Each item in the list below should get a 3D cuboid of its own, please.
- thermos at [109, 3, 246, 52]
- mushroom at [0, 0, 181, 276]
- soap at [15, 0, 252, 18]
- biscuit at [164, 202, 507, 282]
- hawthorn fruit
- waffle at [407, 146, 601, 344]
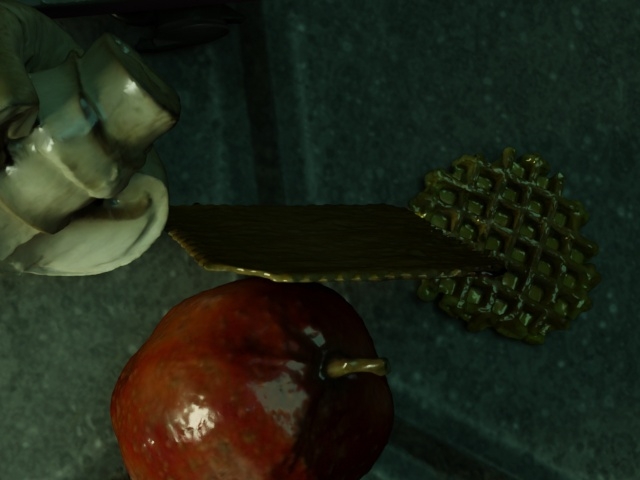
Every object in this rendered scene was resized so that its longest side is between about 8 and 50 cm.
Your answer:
[{"bbox_3d":[-0.136,-0.258,1.334,0.137,0.105,0.193,-7,86,4],"label":"thermos"},{"bbox_3d":[-0.218,-0.098,1.180,0.195,0.254,0.189,-38,63,12],"label":"mushroom"},{"bbox_3d":[-0.146,-0.275,1.243,0.259,0.081,0.181,-5,91,4],"label":"soap"},{"bbox_3d":[0.000,0.000,1.241,0.237,0.232,0.013,-2,105,-20],"label":"biscuit"},{"bbox_3d":[-0.037,0.117,1.168,0.205,0.253,0.205,21,54,-31],"label":"hawthorn fruit"},{"bbox_3d":[0.165,0.003,1.389,0.191,0.038,0.191,5,73,-17],"label":"waffle"}]
